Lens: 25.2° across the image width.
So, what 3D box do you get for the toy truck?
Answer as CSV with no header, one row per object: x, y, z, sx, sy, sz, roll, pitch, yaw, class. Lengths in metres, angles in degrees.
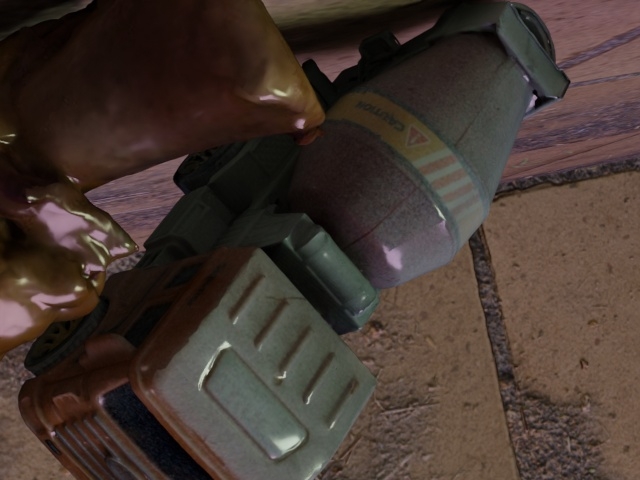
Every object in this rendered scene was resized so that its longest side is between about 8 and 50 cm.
0.000,0.000,0.598,0.140,0.108,0.257,-18,-151,49,toy truck

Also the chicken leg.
-0.196,0.011,0.474,0.409,0.182,0.295,-22,158,26,chicken leg
